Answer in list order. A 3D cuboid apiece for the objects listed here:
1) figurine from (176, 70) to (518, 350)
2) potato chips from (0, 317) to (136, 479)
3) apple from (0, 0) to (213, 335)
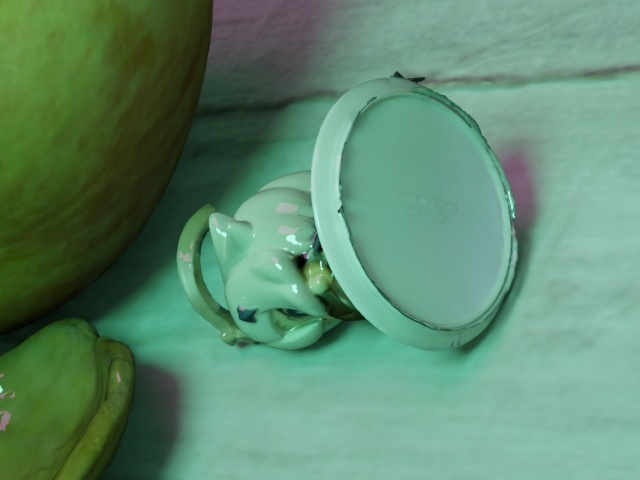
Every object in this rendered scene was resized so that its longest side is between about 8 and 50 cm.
[{"bbox_3d":[0.000,0.000,0.912,0.154,0.132,0.132,-19,35,45],"label":"figurine"},{"bbox_3d":[-0.165,0.125,0.920,0.195,0.062,0.208,-22,24,25],"label":"potato chips"},{"bbox_3d":[-0.244,-0.115,1.013,0.391,0.391,0.346,-18,42,23],"label":"apple"}]
